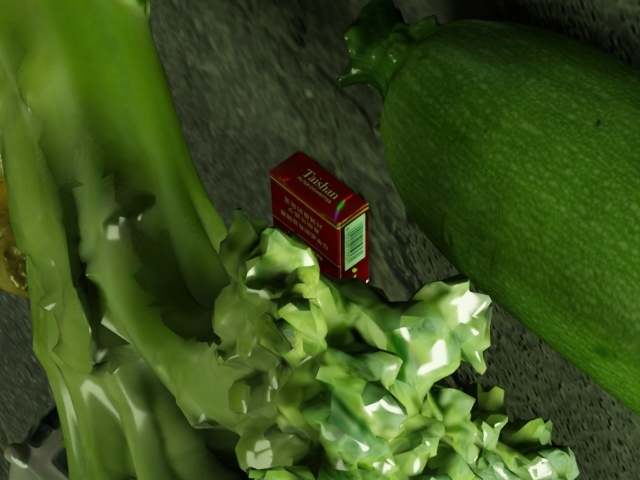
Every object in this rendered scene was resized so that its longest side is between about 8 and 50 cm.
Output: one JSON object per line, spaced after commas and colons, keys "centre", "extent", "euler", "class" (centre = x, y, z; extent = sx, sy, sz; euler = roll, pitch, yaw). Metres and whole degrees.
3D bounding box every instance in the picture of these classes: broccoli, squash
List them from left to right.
{"centre": [-0.061, 0.062, 0.822], "extent": [0.397, 0.274, 0.353], "euler": [42, 126, 33], "class": "broccoli"}
{"centre": [0.143, 0.022, 0.634], "extent": [0.395, 0.107, 0.107], "euler": [38, 151, 32], "class": "squash"}

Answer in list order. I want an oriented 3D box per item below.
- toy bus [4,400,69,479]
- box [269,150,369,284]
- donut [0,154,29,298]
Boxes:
{"centre": [-0.030, 0.180, 1.039], "extent": [0.305, 0.179, 0.143], "euler": [35, 148, 35], "class": "toy bus"}
{"centre": [0.000, 0.000, 0.946], "extent": [0.051, 0.023, 0.082], "euler": [39, 151, 30], "class": "box"}
{"centre": [-0.203, -0.045, 1.182], "extent": [0.146, 0.078, 0.181], "euler": [35, 148, 29], "class": "donut"}
